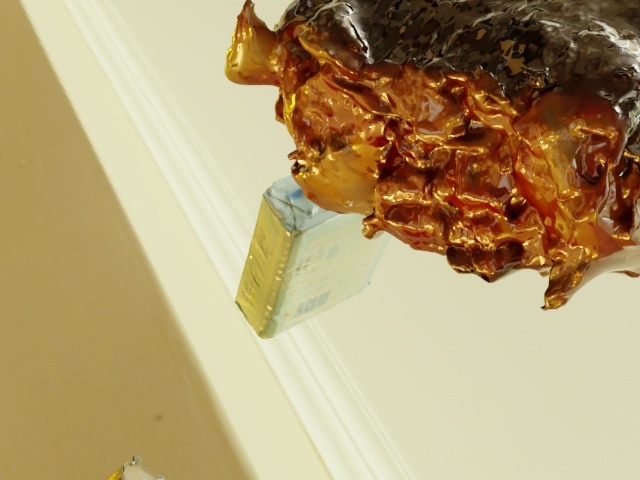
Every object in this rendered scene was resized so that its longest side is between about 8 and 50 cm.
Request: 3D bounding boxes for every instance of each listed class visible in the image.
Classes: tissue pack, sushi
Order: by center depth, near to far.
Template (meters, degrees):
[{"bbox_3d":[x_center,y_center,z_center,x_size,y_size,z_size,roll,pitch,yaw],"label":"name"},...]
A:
[{"bbox_3d":[0.092,-0.096,0.662,0.343,0.196,0.182,18,-141,38],"label":"sushi"},{"bbox_3d":[0.000,0.000,1.201,0.177,0.263,0.089,-26,-113,-24],"label":"tissue pack"}]

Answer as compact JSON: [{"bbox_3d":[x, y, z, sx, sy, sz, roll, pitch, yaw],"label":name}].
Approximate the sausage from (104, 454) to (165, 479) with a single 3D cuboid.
[{"bbox_3d":[-0.260,0.358,0.963,0.317,0.117,0.125,-42,-137,1],"label":"sausage"}]
